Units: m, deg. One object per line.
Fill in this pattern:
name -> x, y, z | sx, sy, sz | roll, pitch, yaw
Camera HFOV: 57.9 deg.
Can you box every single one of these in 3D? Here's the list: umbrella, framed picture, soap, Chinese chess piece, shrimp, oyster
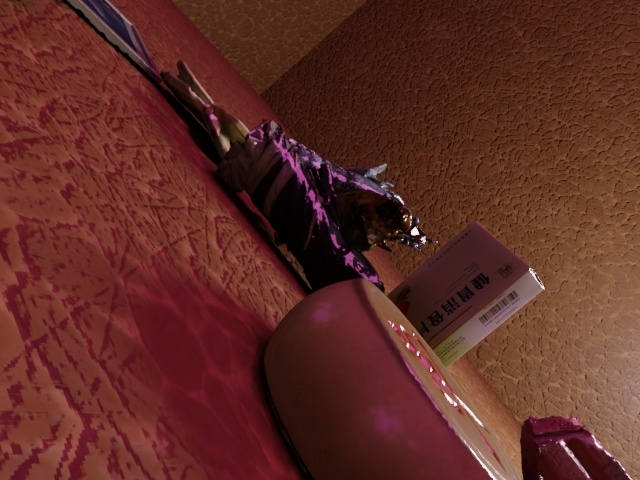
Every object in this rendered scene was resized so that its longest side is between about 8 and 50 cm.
umbrella -> -0.002, 0.002, 0.785 | 0.357, 0.113, 0.106 | 56, 35, 4
framed picture -> -0.352, -0.363, 0.837 | 0.281, 0.019, 0.209 | 42, 11, -50
soap -> 0.508, 0.478, 1.158 | 0.289, 0.182, 0.112 | 50, 3, -6
Chinese chess piece -> 0.063, 0.144, 0.468 | 0.251, 0.097, 0.251 | 50, 7, -9
shrimp -> 0.042, -0.080, 1.109 | 0.411, 0.221, 0.166 | 32, -9, -26
oyster -> 0.025, -0.035, 0.888 | 0.345, 0.079, 0.128 | 6, -59, 63

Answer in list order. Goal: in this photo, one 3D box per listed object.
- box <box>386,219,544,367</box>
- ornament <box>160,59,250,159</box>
box -> 0.221, 0.103, 0.991 | 0.062, 0.260, 0.175 | 45, 8, -32
ornament -> -0.165, -0.181, 0.926 | 0.201, 0.059, 0.180 | 51, -5, 21
